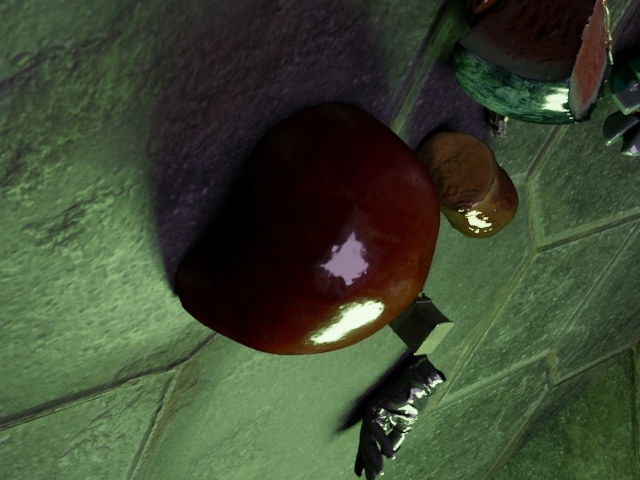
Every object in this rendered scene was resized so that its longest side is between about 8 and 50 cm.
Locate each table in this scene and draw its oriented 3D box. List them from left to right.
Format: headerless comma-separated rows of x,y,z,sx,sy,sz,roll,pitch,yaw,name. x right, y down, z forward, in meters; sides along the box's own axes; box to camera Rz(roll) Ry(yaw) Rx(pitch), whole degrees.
0.178,0.148,1.881,0.062,0.083,0.079,2,129,-54,table

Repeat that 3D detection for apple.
0.000,0.000,1.397,0.329,0.295,0.365,-14,165,28,apple

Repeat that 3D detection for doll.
0.592,-0.255,1.810,0.258,0.153,0.195,-31,164,-34,doll

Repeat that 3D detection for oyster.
0.277,-0.204,1.592,0.098,0.037,0.100,-25,132,-68,oyster

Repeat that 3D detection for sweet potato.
0.249,-0.061,1.637,0.131,0.131,0.337,-47,153,5,sweet potato

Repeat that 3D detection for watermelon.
0.316,-0.245,1.361,0.318,0.148,0.226,-14,135,-49,watermelon

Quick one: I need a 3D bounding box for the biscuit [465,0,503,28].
0.266,-0.368,1.307,0.262,0.052,0.277,-1,132,-56,biscuit

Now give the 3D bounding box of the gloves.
0.152,0.354,2.111,0.142,0.119,0.285,30,90,-51,gloves
